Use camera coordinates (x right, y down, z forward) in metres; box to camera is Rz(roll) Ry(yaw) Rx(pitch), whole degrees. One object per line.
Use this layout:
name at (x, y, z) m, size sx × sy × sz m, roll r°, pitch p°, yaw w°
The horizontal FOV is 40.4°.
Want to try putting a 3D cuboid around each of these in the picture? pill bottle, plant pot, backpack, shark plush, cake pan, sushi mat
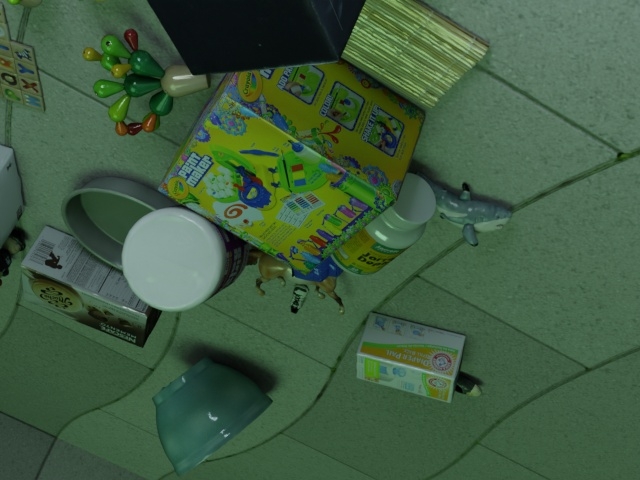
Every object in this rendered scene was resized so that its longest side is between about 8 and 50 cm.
pill bottle at (0.100, -0.028, 1.413) m, size 0.117 × 0.118 × 0.208 m, roll 29°, pitch 150°, yaw -11°
plant pot at (-0.293, 0.413, 2.155) m, size 0.196 × 0.293 × 0.293 m, roll 52°, pitch 143°, yaw 2°
backpack at (0.000, 0.000, 1.542) m, size 0.101 × 0.098 × 0.120 m, roll 5°, pitch 132°, yaw 15°
shark plush at (0.223, -0.065, 1.390) m, size 0.161 × 0.073 × 0.067 m, roll 40°, pitch 127°, yaw 8°
cake pan at (-0.374, -0.024, 1.750) m, size 0.293 × 0.054 × 0.293 m, roll 15°, pitch 146°, yaw 10°
sushi mat at (0.054, -0.293, 1.163) m, size 0.316 × 0.019 × 0.151 m, roll 28°, pitch 147°, yaw -11°
pill bottle at (-0.216, 0.017, 1.506) m, size 0.169 × 0.169 × 0.301 m, roll 18°, pitch -171°, yaw 5°

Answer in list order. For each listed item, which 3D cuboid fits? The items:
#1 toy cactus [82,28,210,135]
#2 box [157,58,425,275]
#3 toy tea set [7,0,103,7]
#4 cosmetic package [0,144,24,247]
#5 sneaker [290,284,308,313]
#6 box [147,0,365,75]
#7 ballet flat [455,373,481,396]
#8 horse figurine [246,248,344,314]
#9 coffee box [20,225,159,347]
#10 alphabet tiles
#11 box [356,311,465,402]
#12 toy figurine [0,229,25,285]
toy cactus at (-0.261, -0.247, 1.354) m, size 0.180 × 0.112 × 0.219 m, roll -5°, pitch 140°, yaw 5°
box at (-0.049, -0.130, 1.308) m, size 0.279 × 0.177 × 0.290 m, roll 31°, pitch 146°, yaw -14°
toy tea set at (-0.333, -0.391, 1.142) m, size 0.200 × 0.124 × 0.336 m, roll 33°, pitch 145°, yaw -17°
cosmetic package at (-0.812, -0.129, 1.752) m, size 0.385 × 0.156 × 0.217 m, roll 20°, pitch 145°, yaw 4°
sneaker at (-0.045, 0.122, 1.790) m, size 0.032 × 0.037 × 0.083 m, roll 19°, pitch 145°, yaw 7°
box at (-0.070, -0.392, 0.826) m, size 0.178 × 0.313 × 0.343 m, roll 0°, pitch 142°, yaw 28°
ballet flat at (0.260, 0.304, 1.866) m, size 0.173 × 0.049 × 0.057 m, roll 18°, pitch 147°, yaw 5°
horse figurine at (-0.043, 0.062, 1.677) m, size 0.263 × 0.066 × 0.174 m, roll 15°, pitch 147°, yaw 10°
coffee box at (-0.503, 0.107, 1.947) m, size 0.297 × 0.119 × 0.168 m, roll 23°, pitch 146°, yaw -2°
alphabet tiles at (-0.572, -0.327, 1.472) m, size 0.198 × 0.009 × 0.237 m, roll 19°, pitch 147°, yaw 4°
box at (0.183, 0.237, 1.765) m, size 0.203 × 0.103 × 0.114 m, roll 14°, pitch 146°, yaw 12°
toy figurine at (-0.797, 0.019, 1.975) m, size 0.209 × 0.148 × 0.213 m, roll 38°, pitch 146°, yaw -13°
